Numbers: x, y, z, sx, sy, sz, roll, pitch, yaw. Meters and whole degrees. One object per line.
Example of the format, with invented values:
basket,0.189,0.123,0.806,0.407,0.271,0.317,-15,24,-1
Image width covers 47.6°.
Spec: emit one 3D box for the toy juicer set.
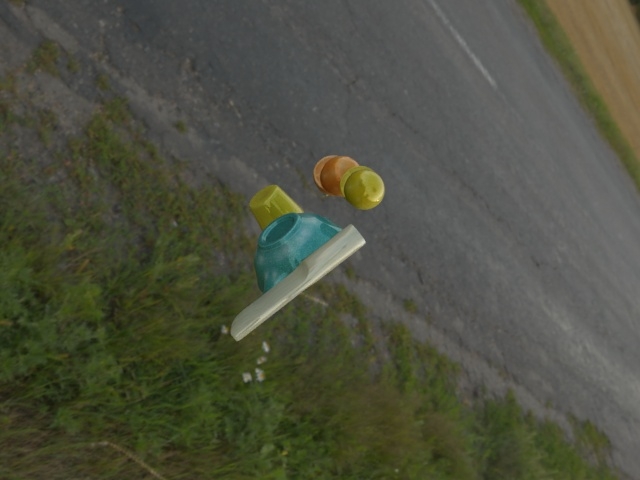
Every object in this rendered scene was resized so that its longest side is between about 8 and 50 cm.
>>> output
toy juicer set,0.000,0.000,0.937,0.089,0.209,0.329,54,17,-26
